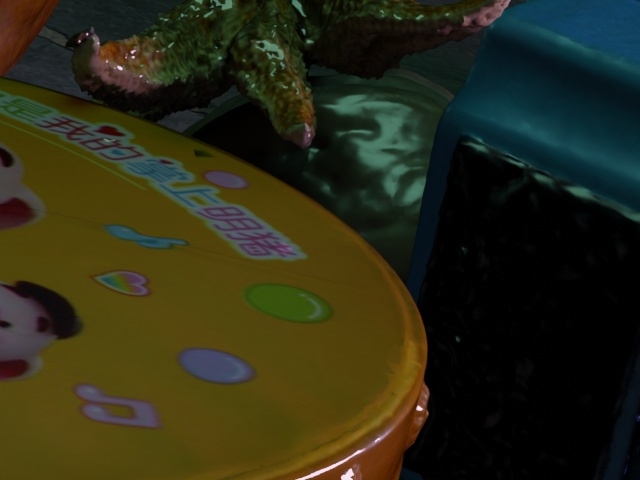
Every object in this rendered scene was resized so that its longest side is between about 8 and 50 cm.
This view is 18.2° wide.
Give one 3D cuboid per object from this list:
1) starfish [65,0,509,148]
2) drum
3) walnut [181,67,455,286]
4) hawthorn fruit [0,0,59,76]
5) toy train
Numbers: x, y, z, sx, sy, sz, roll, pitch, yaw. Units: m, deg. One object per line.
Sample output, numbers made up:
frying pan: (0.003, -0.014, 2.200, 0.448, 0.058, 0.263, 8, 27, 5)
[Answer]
starfish: (-0.052, -0.096, 1.014, 0.301, 0.084, 0.293, -17, 11, -8)
drum: (-0.179, 0.088, 0.765, 0.431, 0.214, 0.431, 13, 21, -5)
walnut: (0.000, 0.000, 1.157, 0.224, 0.224, 0.224, 12, 20, -4)
hawthorn fruit: (-0.303, -0.232, 1.479, 0.267, 0.268, 0.301, 16, 18, 6)
toy train: (0.160, 0.028, 1.041, 0.188, 0.300, 0.265, 24, 29, 29)
